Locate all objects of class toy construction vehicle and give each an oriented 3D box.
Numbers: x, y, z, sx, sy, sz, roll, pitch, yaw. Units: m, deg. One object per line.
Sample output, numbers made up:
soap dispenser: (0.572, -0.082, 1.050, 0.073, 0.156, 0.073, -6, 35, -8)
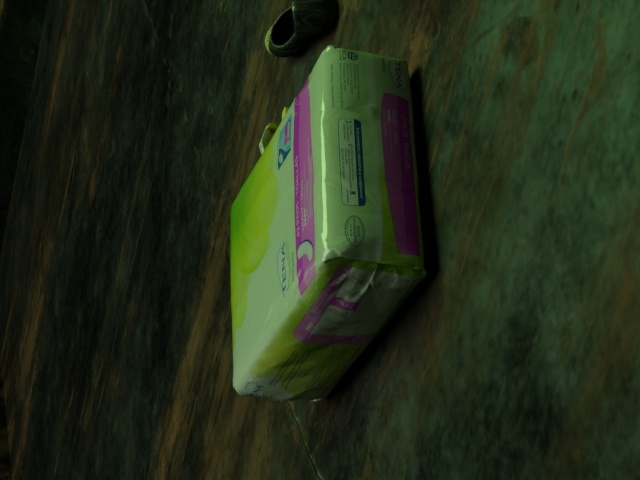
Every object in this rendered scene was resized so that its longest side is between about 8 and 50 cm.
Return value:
toy construction vehicle: (-0.039, -0.102, 1.680, 0.086, 0.035, 0.098, 124, 148, -53)

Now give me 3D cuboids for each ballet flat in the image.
ballet flat: (-0.031, -0.238, 1.683, 0.173, 0.049, 0.057, 162, 115, -70)

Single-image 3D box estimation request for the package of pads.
package of pads: (0.000, 0.000, 1.430, 0.296, 0.101, 0.229, 124, 149, -55)
